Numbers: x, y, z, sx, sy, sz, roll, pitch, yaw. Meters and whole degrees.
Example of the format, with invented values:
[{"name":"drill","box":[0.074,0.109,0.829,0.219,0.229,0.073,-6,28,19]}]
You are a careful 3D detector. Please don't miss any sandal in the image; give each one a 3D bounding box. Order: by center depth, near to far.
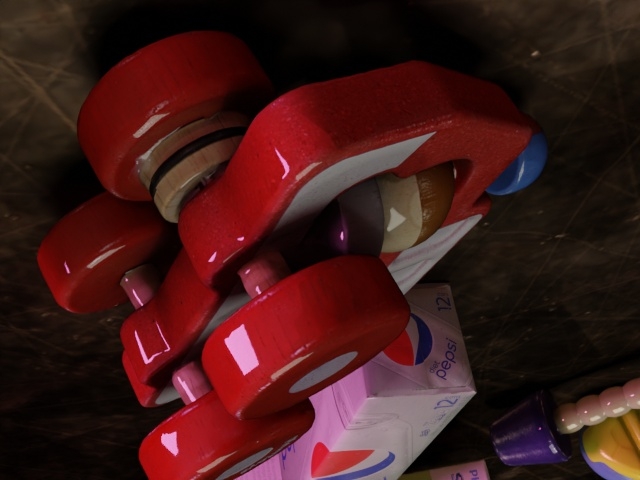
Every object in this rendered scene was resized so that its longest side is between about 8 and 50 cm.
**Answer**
[{"name":"sandal","box":[0.425,0.228,1.106,0.317,0.126,0.138,2,152,-18]}]

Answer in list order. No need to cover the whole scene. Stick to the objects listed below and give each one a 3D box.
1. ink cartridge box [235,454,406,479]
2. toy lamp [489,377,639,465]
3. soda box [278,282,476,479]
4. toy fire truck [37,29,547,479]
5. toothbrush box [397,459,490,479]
[{"name":"ink cartridge box","box":[-0.040,0.326,1.177,0.307,0.072,0.304,-14,149,2]},{"name":"toy lamp","box":[0.300,0.160,0.986,0.274,0.080,0.080,-24,148,24]},{"name":"soda box","box":[0.035,0.147,0.859,0.091,0.098,0.286,-1,149,-17]},{"name":"toy fire truck","box":[0.000,0.000,0.566,0.253,0.169,0.302,-21,160,-35]},{"name":"toothbrush box","box":[0.044,0.346,1.057,0.283,0.122,0.206,-9,148,-3]}]
